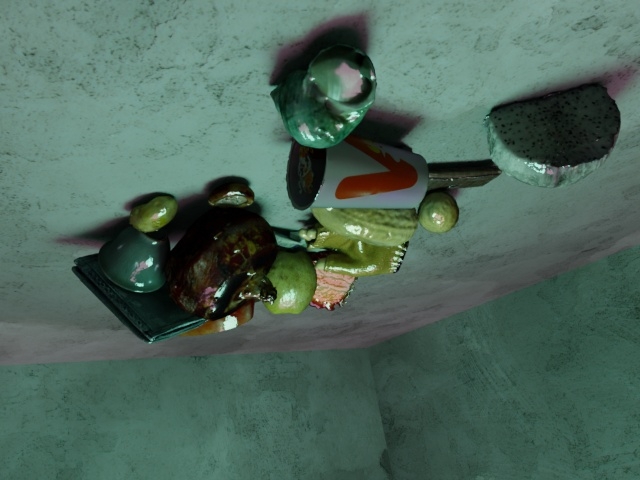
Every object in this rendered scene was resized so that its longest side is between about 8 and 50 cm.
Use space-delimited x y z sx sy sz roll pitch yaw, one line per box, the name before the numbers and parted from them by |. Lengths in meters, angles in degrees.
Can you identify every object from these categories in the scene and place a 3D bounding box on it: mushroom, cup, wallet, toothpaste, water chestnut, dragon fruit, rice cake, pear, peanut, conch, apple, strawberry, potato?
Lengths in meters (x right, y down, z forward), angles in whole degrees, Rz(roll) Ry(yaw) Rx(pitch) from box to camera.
mushroom | -0.231 -0.115 1.437 0.123 0.052 0.123 -4 165 -1
cup | 0.091 -0.153 1.262 0.288 0.203 0.203 5 155 -27
wallet | 0.383 -0.176 1.580 0.230 0.042 0.124 -7 169 -14
cup | -0.489 0.022 1.540 0.199 0.199 0.150 10 131 -43
toothpaste | -0.152 -0.011 1.736 0.216 0.037 0.062 22 150 -38
water chestnut | -0.249 0.082 1.542 0.350 0.302 0.350 -48 170 -12
dragon fruit | 0.549 -0.215 1.333 0.282 0.204 0.221 -11 160 5
rice cake | 0.000 0.000 1.866 0.237 0.043 0.127 -5 160 -12
pear | -0.105 0.131 1.844 0.188 0.211 0.228 14 -172 13
peanut | 0.353 -0.085 1.670 0.129 0.129 0.224 -14 179 9
wallet | -0.506 0.153 1.576 0.237 0.342 0.075 -18 142 -60
conch | 0.003 -0.269 1.040 0.202 0.134 0.196 -6 119 4
apple | -0.370 0.199 1.861 0.364 0.295 0.329 -8 155 17
peanut | 0.132 -0.072 1.564 0.340 0.174 0.158 8 136 -40
strawberry | -0.006 0.131 2.067 0.280 0.150 0.253 -1 128 -6
potato | -0.432 -0.066 1.443 0.137 0.070 0.091 -21 158 27

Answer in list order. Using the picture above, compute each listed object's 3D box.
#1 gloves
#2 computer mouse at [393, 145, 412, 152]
gloves | 0.102 0.011 1.751 0.356 0.155 0.203 11 113 -16
computer mouse | 0.186 -0.172 1.458 0.126 0.071 0.231 -13 160 7
